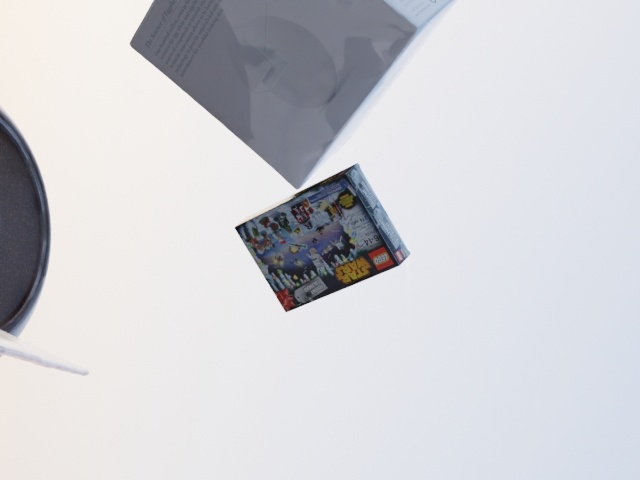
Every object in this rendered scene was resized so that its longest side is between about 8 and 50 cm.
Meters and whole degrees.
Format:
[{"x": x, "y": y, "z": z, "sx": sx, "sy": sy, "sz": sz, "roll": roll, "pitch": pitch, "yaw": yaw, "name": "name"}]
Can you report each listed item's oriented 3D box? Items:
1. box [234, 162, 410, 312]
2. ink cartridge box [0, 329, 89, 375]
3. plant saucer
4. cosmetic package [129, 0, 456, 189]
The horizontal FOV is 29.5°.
[{"x": 0.000, "y": 0.000, "z": 1.072, "sx": 0.137, "sy": 0.027, "sz": 0.094, "roll": -25, "pitch": -79, "yaw": 36, "name": "box"}, {"x": -0.217, "y": 0.012, "z": 0.431, "sx": 0.060, "sy": 0.239, "sz": 0.275, "roll": -62, "pitch": 179, "yaw": -9, "name": "ink cartridge box"}, {"x": -0.346, "y": -0.020, "z": 1.130, "sx": 0.050, "sy": 0.310, "sz": 0.310, "roll": -7, "pitch": -98, "yaw": 26, "name": "plant saucer"}, {"x": -0.025, "y": -0.216, "z": 1.173, "sx": 0.225, "sy": 0.138, "sz": 0.224, "roll": 41, "pitch": -52, "yaw": 1, "name": "cosmetic package"}]
